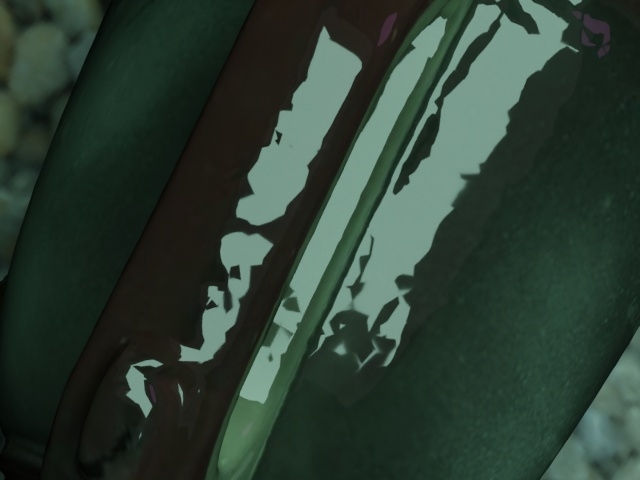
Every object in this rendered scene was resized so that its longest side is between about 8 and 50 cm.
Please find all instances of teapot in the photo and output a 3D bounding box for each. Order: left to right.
[{"bbox_3d":[0.000,0.000,0.627,0.233,0.315,0.312,24,77,10],"label":"teapot"}]

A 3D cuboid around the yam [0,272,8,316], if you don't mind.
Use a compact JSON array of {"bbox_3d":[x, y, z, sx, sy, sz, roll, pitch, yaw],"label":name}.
[{"bbox_3d":[-0.152,0.051,0.702,0.129,0.027,0.033,-38,126,-25],"label":"yam"}]
